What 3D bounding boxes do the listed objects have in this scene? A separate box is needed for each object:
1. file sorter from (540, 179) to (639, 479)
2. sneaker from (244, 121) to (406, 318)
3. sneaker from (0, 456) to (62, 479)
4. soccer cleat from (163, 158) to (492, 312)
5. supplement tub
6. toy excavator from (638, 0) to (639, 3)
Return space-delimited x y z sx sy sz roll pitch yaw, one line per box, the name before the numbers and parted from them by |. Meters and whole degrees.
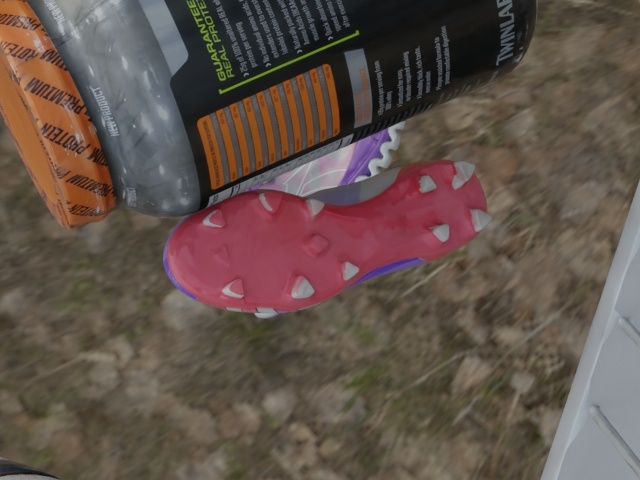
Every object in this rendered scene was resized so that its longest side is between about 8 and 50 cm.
file sorter | 0.288 0.087 1.218 0.193 0.173 0.277 6 113 -22
sneaker | -0.017 -0.050 1.726 0.104 0.095 0.236 36 95 -6
sneaker | -0.218 0.218 0.879 0.127 0.321 0.126 2 134 50
soccer cleat | 0.000 0.000 1.308 0.095 0.248 0.083 -24 83 59
supplement tub | -0.043 -0.136 1.223 0.316 0.193 0.193 -24 92 -14
toy excavator | 0.189 -0.381 1.297 0.222 0.433 0.445 -22 69 -5
